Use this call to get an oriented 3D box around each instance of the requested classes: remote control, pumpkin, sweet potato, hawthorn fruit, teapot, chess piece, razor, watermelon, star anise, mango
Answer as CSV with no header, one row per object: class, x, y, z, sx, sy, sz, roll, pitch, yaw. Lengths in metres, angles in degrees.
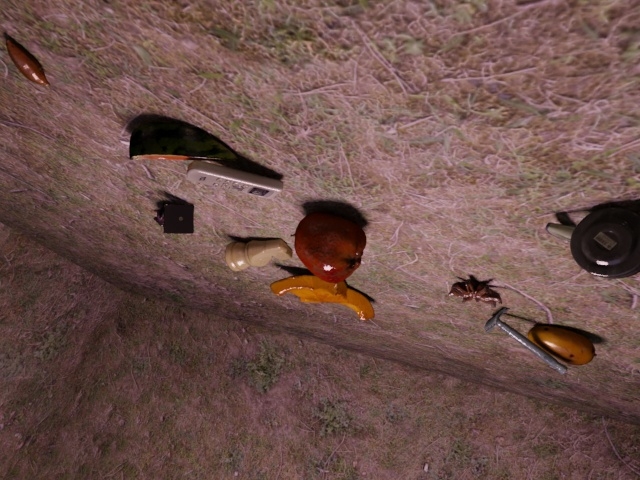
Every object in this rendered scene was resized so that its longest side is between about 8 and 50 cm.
remote control,-0.177,-0.123,0.916,0.190,0.029,0.087,12,168,-22
pumpkin,0.014,0.184,1.495,0.258,0.095,0.290,-1,156,30
sweet potato,-0.513,-0.308,0.775,0.034,0.034,0.095,8,147,22
hawthorn fruit,0.000,0.000,1.018,0.204,0.162,0.162,29,164,24
teapot,0.463,0.015,0.725,0.108,0.111,0.149,17,158,-40
chess piece,-0.181,0.037,1.320,0.201,0.090,0.090,-9,148,28
razor,0.586,0.291,1.257,0.232,0.068,0.106,37,164,15
watermelon,-0.291,-0.184,0.888,0.245,0.063,0.119,2,171,18
star anise,0.399,0.133,1.146,0.141,0.042,0.141,17,161,6
mango,0.692,0.297,1.270,0.178,0.090,0.115,26,166,1

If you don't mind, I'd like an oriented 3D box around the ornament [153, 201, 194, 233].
ornament,-0.421,-0.063,1.266,0.081,0.088,0.203,1,-179,-29
